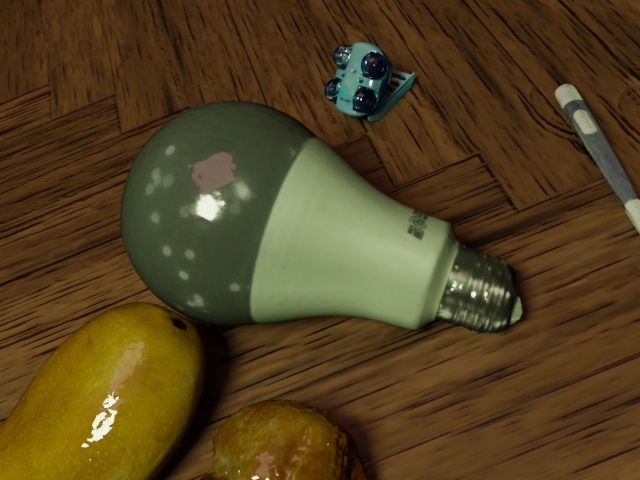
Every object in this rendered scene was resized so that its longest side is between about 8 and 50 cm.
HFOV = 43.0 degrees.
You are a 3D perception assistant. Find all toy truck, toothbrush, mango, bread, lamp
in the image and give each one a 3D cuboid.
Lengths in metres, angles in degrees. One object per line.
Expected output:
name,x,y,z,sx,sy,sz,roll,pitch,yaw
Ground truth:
toy truck,0.054,-0.158,0.817,0.056,0.090,0.073,28,108,36
toothbrush,0.247,-0.045,0.666,0.024,0.026,0.288,-14,46,4
mango,-0.179,0.143,0.608,0.227,0.099,0.136,-42,53,-8
bread,-0.052,0.247,0.473,0.124,0.084,0.344,0,50,21
lamp,-0.002,-0.014,0.656,0.314,0.182,0.182,7,49,-1
